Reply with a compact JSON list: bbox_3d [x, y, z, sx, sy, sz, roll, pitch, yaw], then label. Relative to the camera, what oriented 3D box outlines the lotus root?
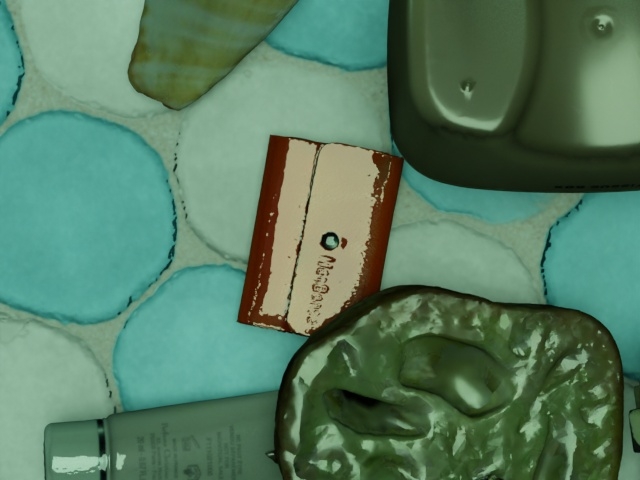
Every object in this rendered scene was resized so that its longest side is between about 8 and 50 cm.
[{"bbox_3d":[0.146,0.213,1.896,0.375,0.111,0.390,-44,98,-5],"label":"lotus root"}]

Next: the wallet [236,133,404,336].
[{"bbox_3d":[0.000,0.000,1.939,0.142,0.045,0.204,10,92,0],"label":"wallet"}]

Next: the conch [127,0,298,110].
[{"bbox_3d":[-0.102,-0.249,1.894,0.158,0.127,0.255,27,92,-1],"label":"conch"}]

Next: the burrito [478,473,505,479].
[{"bbox_3d":[0.219,0.295,1.843,0.185,0.045,0.041,42,92,-10],"label":"burrito"}]

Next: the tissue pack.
[{"bbox_3d":[0.258,-0.179,1.829,0.387,0.277,0.267,-2,84,-1],"label":"tissue pack"}]

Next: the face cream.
[{"bbox_3d":[-0.125,0.220,1.930,0.314,0.089,0.143,-2,89,-8],"label":"face cream"}]

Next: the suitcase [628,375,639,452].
[{"bbox_3d":[0.491,0.246,1.858,0.339,0.194,0.351,-8,97,14],"label":"suitcase"}]
